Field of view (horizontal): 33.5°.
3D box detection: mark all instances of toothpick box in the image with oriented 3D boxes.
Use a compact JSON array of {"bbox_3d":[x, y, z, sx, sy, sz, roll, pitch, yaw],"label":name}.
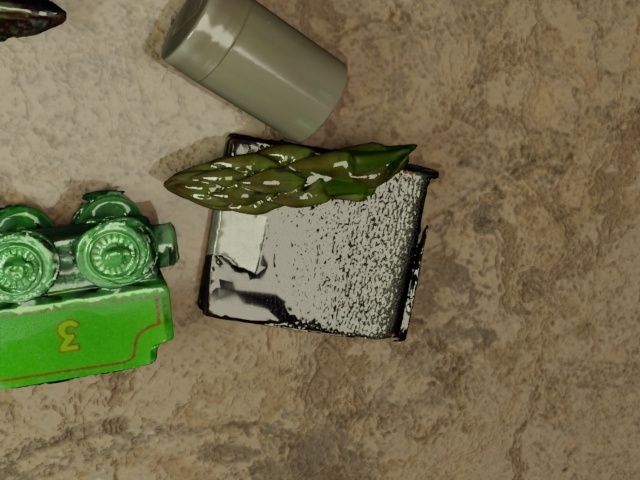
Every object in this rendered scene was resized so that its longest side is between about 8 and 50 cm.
[{"bbox_3d":[-0.072,-0.197,1.164,0.181,0.111,0.111,31,91,-24],"label":"toothpick box"}]

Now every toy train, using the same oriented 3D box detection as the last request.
[{"bbox_3d":[-0.270,0.054,1.148,0.243,0.132,0.188,-9,110,-15],"label":"toy train"}]

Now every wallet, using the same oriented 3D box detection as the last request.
[{"bbox_3d":[0.000,0.000,1.262,0.262,0.071,0.220,9,100,-14],"label":"wallet"}]

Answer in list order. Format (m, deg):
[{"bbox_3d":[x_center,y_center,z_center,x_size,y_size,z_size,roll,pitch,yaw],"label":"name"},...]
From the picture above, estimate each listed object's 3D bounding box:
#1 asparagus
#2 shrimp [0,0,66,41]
[{"bbox_3d":[-0.030,-0.068,1.184,0.287,0.080,0.080,-2,104,-7],"label":"asparagus"},{"bbox_3d":[-0.306,-0.316,1.072,0.445,0.085,0.272,9,102,-17],"label":"shrimp"}]
